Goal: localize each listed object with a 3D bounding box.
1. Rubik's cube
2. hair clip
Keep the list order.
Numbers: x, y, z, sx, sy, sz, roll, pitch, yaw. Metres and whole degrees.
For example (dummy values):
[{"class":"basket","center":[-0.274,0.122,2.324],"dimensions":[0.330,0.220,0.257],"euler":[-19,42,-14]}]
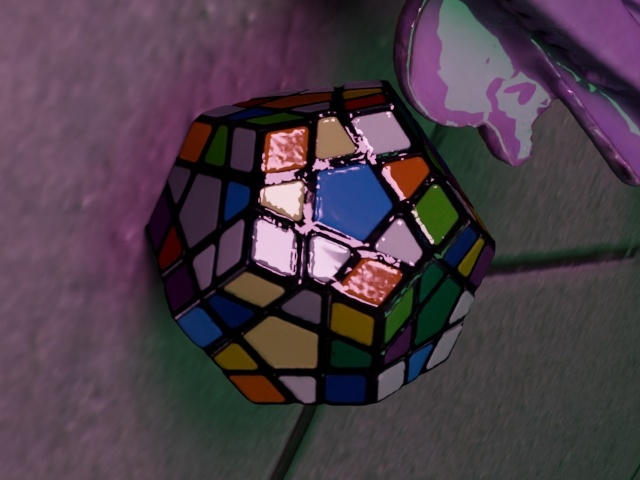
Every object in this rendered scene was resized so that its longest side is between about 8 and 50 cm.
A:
[{"class":"Rubik's cube","center":[0.000,0.000,0.506],"dimensions":[0.133,0.133,0.112],"euler":[-50,179,-16]},{"class":"hair clip","center":[0.065,-0.113,0.472],"dimensions":[0.278,0.090,0.137],"euler":[35,78,-55]}]
